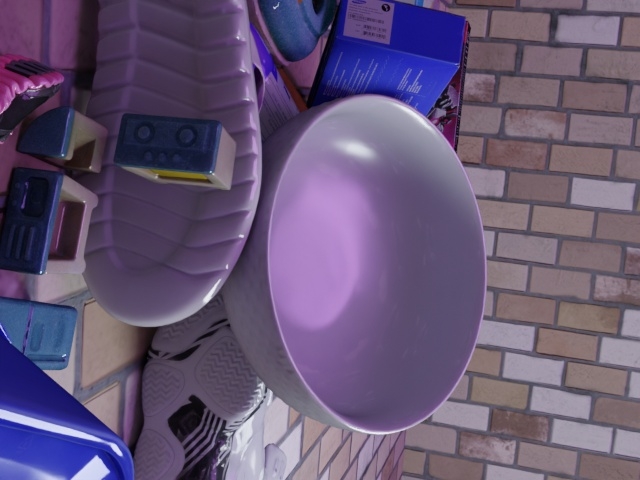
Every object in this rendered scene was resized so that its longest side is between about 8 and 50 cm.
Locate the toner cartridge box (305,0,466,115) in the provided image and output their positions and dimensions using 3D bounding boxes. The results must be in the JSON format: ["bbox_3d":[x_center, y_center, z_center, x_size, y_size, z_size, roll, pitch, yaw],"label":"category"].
[{"bbox_3d":[0.076,-0.223,1.240,0.348,0.165,0.075,122,-21,-73],"label":"toner cartridge box"}]

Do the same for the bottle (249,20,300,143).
[{"bbox_3d":[-0.093,-0.174,0.912,0.118,0.092,0.283,53,-6,48],"label":"bottle"}]

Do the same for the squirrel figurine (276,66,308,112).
[{"bbox_3d":[0.000,0.000,1.222,0.370,0.281,0.396,11,101,-85],"label":"squirrel figurine"}]

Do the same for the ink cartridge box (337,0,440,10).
[{"bbox_3d":[0.110,-0.472,1.454,0.233,0.168,0.171,-35,131,-70],"label":"ink cartridge box"}]

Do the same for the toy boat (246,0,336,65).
[{"bbox_3d":[-0.023,-0.388,1.044,0.267,0.148,0.318,58,42,-67],"label":"toy boat"}]

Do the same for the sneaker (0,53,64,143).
[{"bbox_3d":[-0.232,-0.097,0.630,0.119,0.047,0.057,-53,166,-59],"label":"sneaker"}]

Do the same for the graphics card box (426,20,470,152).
[{"bbox_3d":[0.132,-0.211,1.540,0.094,0.233,0.370,-31,127,-76],"label":"graphics card box"}]

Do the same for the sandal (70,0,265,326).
[{"bbox_3d":[-0.122,-0.130,0.774,0.102,0.169,0.416,-21,117,-79],"label":"sandal"}]

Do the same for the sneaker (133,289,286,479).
[{"bbox_3d":[-0.118,0.213,1.016,0.210,0.137,0.365,20,82,-76],"label":"sneaker"}]

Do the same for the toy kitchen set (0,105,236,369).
[{"bbox_3d":[-0.168,0.002,0.654,0.122,0.166,0.207,30,68,-74],"label":"toy kitchen set"}]

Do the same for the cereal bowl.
[{"bbox_3d":[0.023,0.026,0.904,0.339,0.141,0.338,6,82,-45],"label":"cereal bowl"}]

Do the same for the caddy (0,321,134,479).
[{"bbox_3d":[-0.250,0.131,0.412,0.241,0.179,0.341,-55,159,-10],"label":"caddy"}]
